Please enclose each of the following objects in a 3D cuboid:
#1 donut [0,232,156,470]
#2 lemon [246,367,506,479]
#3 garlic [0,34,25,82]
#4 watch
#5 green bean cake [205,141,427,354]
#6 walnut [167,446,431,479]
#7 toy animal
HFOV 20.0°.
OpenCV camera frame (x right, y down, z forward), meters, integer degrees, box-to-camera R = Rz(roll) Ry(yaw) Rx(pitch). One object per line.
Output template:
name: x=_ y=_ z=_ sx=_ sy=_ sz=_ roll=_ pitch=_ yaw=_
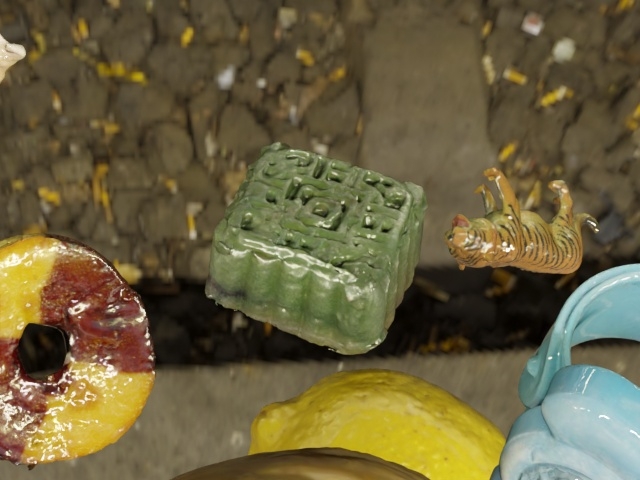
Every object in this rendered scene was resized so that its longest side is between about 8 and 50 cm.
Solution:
donut: x=-0.166 y=0.060 z=1.068 sx=0.140 sy=0.059 sz=0.140 roll=-3 pitch=107 yaw=-11
lemon: x=0.065 y=0.250 z=1.645 sx=0.310 sy=0.253 sz=0.253 roll=34 pitch=69 yaw=-4
garlic: x=-0.346 y=-0.142 z=1.339 sx=0.228 sy=0.217 sz=0.110 roll=-3 pitch=49 yaw=-35
watch: x=0.222 y=0.123 z=1.202 sx=0.211 sy=0.211 sz=0.193 roll=36 pitch=57 yaw=9
green bean cake: x=0.000 y=0.000 z=1.704 sx=0.181 sy=0.094 sz=0.173 roll=20 pitch=44 yaw=9
walnut: x=-0.037 y=0.281 z=1.132 sx=0.333 sy=0.333 sz=0.332 roll=2 pitch=68 yaw=-4
toy animal: x=0.199 y=-0.011 z=1.780 sx=0.241 sy=0.057 sz=0.099 roll=10 pitch=67 yaw=-44
